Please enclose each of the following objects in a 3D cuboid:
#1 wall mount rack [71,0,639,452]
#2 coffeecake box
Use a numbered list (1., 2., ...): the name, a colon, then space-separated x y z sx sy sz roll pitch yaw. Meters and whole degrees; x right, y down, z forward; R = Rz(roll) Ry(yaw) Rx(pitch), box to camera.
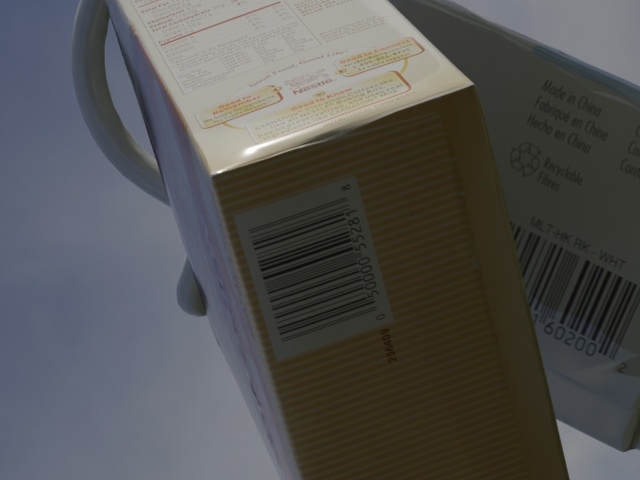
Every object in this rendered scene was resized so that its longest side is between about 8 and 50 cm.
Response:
1. wall mount rack: 0.093 -0.067 0.676 0.130 0.350 0.304 -17 -49 -63
2. coffeecake box: 0.000 0.000 0.526 0.185 0.068 0.142 -122 14 -63
